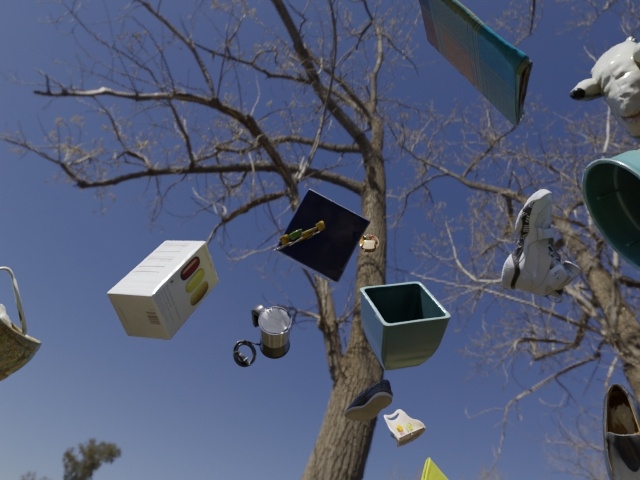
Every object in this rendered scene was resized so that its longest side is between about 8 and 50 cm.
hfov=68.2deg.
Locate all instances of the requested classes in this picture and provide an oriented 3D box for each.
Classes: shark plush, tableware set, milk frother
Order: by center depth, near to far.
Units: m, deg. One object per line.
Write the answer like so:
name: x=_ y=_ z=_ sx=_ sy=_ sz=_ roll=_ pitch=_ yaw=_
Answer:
shark plush: x=0.289 y=-0.149 z=0.453 sx=0.067 sy=0.161 sz=0.073 roll=47 pitch=-56 yaw=-6
tableware set: x=-0.044 y=-0.018 z=1.126 sx=0.104 sy=0.154 sz=0.024 roll=-30 pitch=-96 yaw=37
milk frother: x=-0.153 y=0.255 z=1.231 sx=0.129 sy=0.143 sz=0.134 roll=23 pitch=-39 yaw=14

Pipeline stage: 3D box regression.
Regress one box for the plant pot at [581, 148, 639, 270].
plant pot: x=0.919 y=-0.130 z=1.179 sx=0.334 sy=0.341 sz=0.341 roll=-29 pitch=-52 yaw=4

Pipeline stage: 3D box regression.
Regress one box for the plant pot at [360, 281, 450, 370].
plant pot: x=0.289 y=0.328 z=1.724 sx=0.248 sy=0.247 sz=0.252 roll=-5 pitch=-64 yaw=-15

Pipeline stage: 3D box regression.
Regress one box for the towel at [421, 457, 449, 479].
towel: x=0.265 y=0.527 z=0.875 sx=0.021 sy=0.102 sz=0.237 roll=-41 pitch=-89 yaw=29

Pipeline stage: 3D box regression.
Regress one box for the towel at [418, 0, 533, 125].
towel: x=0.367 y=-0.466 z=1.148 sx=0.040 sy=0.370 sz=0.271 roll=-38 pitch=-22 yaw=7

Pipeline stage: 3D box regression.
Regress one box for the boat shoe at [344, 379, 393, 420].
boat shoe: x=0.143 y=0.476 z=1.401 sx=0.075 sy=0.064 sz=0.206 roll=29 pitch=-49 yaw=-15

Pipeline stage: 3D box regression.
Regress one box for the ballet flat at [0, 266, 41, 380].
ballet flat: x=-0.530 y=0.043 z=0.692 sx=0.123 sy=0.123 sz=0.348 roll=-15 pitch=-75 yaw=32

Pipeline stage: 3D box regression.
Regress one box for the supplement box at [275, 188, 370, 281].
supplement box: x=0.000 y=0.000 z=1.429 sx=0.196 sy=0.194 sz=0.356 roll=28 pitch=-5 yaw=0

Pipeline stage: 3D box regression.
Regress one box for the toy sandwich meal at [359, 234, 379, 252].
toy sandwich meal: x=0.190 y=0.010 z=1.855 sx=0.086 sy=0.085 sz=0.029 roll=4 pitch=-32 yaw=14

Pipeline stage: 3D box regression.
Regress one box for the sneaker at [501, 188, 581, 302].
sneaker: x=0.753 y=0.026 z=1.562 sx=0.210 sy=0.138 sz=0.365 roll=28 pitch=-64 yaw=41

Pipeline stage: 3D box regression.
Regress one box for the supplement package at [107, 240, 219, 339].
supplement package: x=-0.389 y=0.117 z=1.204 sx=0.134 sy=0.244 sz=0.138 roll=1 pitch=-58 yaw=21

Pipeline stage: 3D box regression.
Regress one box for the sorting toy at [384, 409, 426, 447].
sorting toy: x=0.186 y=0.430 z=1.096 sx=0.084 sy=0.075 sz=0.044 roll=-7 pitch=-48 yaw=-31

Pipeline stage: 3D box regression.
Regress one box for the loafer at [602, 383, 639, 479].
loafer: x=0.419 y=0.282 z=0.653 sx=0.062 sy=0.169 sz=0.061 roll=-18 pitch=-50 yaw=31
